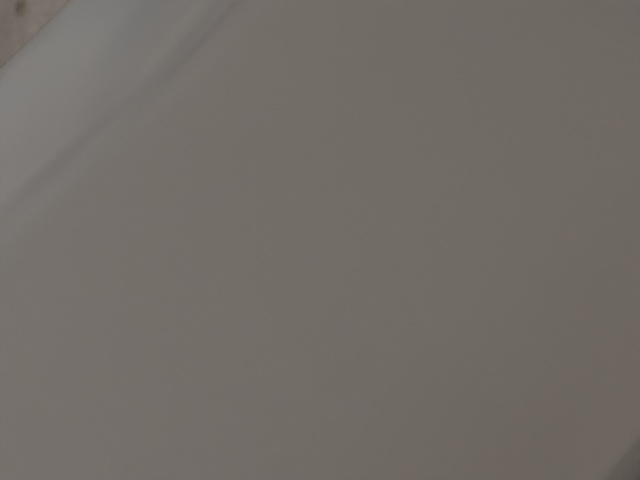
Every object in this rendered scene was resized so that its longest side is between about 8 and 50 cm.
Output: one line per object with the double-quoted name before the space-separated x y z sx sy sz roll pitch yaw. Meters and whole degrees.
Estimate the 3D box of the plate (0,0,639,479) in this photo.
"plate" 0.000 0.000 0.395 0.278 0.277 0.045 -47 133 -7
